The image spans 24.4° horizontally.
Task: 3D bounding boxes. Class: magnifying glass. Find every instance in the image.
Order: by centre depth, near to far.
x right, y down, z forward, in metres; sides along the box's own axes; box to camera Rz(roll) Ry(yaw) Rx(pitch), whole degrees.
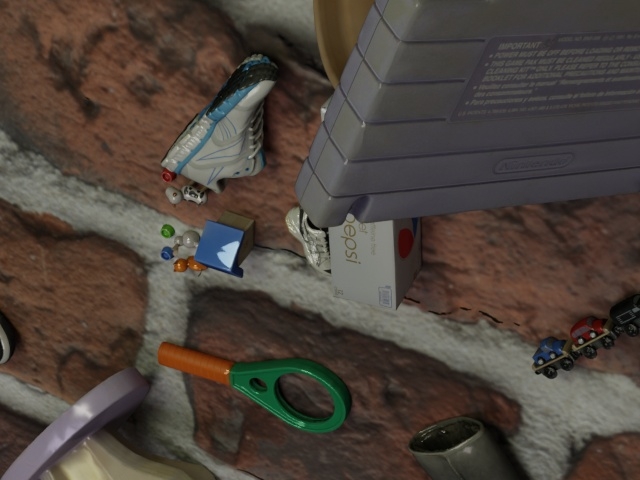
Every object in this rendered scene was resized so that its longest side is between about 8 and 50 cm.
[{"bbox_3d":[-0.075,0.154,1.640,0.231,0.026,0.092,13,130,18],"label":"magnifying glass"}]

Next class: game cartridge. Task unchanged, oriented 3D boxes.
[{"bbox_3d":[0.172,-0.118,1.106,0.068,0.355,0.230,59,142,36],"label":"game cartridge"}]

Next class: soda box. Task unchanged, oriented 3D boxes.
[{"bbox_3d":[0.050,-0.043,1.380,0.069,0.074,0.216,13,129,21],"label":"soda box"}]

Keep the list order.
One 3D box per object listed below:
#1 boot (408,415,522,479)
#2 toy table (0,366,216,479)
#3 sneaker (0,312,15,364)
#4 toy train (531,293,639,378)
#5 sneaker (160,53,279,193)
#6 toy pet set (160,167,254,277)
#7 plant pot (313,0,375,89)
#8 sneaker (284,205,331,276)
[{"bbox_3d":[0.212,0.272,1.544,0.190,0.076,0.208,-16,108,35],"label":"boot"},{"bbox_3d":[-0.249,0.283,1.701,0.161,0.252,0.274,51,145,8],"label":"toy table"},{"bbox_3d":[-0.479,0.091,1.765,0.235,0.097,0.084,33,134,3],"label":"sneaker"},{"bbox_3d":[0.256,0.090,1.399,0.036,0.027,0.158,49,132,-7],"label":"toy train"},{"bbox_3d":[-0.076,-0.107,1.417,0.083,0.071,0.191,37,142,-9],"label":"sneaker"},{"bbox_3d":[-0.129,0.004,1.523,0.114,0.065,0.122,18,131,17],"label":"toy pet set"},{"bbox_3d":[0.089,-0.217,1.168,0.110,0.237,0.237,3,139,-25],"label":"plant pot"},{"bbox_3d":[0.000,0.000,1.471,0.037,0.032,0.083,-26,109,40],"label":"sneaker"}]
